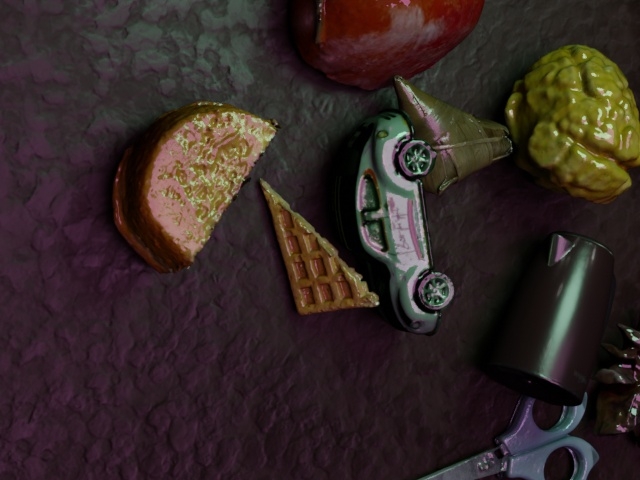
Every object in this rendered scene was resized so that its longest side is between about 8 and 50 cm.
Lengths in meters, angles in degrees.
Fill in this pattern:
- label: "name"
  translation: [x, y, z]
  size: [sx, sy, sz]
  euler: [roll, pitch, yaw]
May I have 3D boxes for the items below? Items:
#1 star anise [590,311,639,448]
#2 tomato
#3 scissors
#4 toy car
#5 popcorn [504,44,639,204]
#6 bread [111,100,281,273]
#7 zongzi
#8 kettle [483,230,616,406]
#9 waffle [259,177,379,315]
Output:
- label: "star anise"
  translation: [0.505, 0.212, 1.903]
  size: [0.214, 0.099, 0.220]
  euler: [6, 91, -25]
- label: "tomato"
  translation: [0.113, -0.338, 1.637]
  size: [0.309, 0.170, 0.309]
  euler: [-2, 95, -25]
- label: "scissors"
  translation: [0.247, 0.317, 1.823]
  size: [0.360, 0.029, 0.191]
  euler: [-14, 95, -23]
- label: "toy car"
  translation: [0.084, -0.018, 1.665]
  size: [0.125, 0.136, 0.305]
  euler: [-9, 99, -17]
- label: "popcorn"
  translation: [0.365, -0.158, 1.768]
  size: [0.200, 0.226, 0.203]
  euler: [-54, 146, 6]
- label: "bread"
  translation: [-0.161, -0.082, 1.532]
  size: [0.139, 0.143, 0.229]
  euler: [38, 75, -24]
- label: "zongzi"
  translation: [0.179, -0.168, 1.724]
  size: [0.160, 0.078, 0.176]
  euler: [-28, 111, -30]
- label: "kettle"
  translation: [0.353, 0.113, 1.805]
  size: [0.202, 0.144, 0.232]
  euler: [36, 71, -40]
- label: "waffle"
  translation: [0.000, 0.000, 1.639]
  size: [0.032, 0.125, 0.191]
  euler: [-34, 112, -59]
